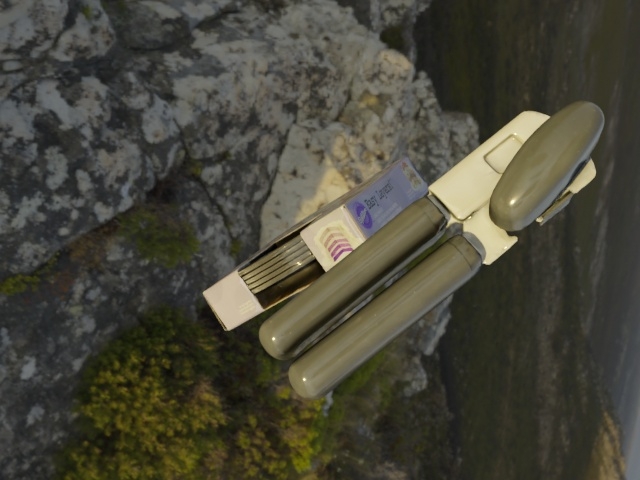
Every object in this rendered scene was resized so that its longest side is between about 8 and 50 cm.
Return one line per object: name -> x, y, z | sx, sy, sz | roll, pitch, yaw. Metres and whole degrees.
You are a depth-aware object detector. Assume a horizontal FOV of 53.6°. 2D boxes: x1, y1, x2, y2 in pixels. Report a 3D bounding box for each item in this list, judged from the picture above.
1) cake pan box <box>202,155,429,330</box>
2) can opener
cake pan box -> 0.000, 0.000, 0.842 | 0.070, 0.245, 0.267 | 55, 32, -4
can opener -> 0.078, -0.001, 0.449 | 0.283, 0.076, 0.095 | -38, 159, -5
